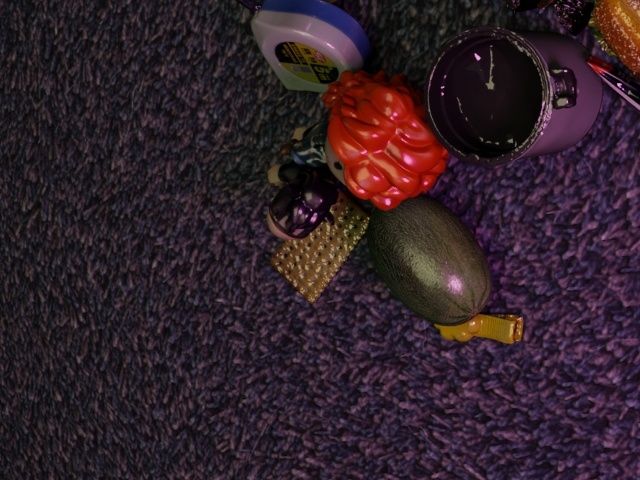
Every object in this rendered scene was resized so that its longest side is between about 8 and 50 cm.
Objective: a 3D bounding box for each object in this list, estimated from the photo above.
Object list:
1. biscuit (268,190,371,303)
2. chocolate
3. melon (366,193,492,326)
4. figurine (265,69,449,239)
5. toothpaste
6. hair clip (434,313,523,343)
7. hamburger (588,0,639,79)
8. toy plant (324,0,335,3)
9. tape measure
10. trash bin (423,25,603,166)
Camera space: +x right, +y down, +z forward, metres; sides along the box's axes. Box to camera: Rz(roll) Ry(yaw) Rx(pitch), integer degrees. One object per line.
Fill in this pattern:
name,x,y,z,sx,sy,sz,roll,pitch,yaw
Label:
biscuit,0.000,0.000,2.194,0.139,0.016,0.231,43,116,19
chocolate,0.386,-0.402,1.875,0.147,0.070,0.072,27,105,21
melon,0.188,0.024,1.988,0.182,0.182,0.287,-44,72,28
figurine,0.048,-0.150,1.971,0.412,0.306,0.241,-27,107,39
toothpaste,0.510,-0.239,1.799,0.193,0.071,0.045,40,117,4
hair clip,0.282,0.157,2.028,0.173,0.046,0.072,9,98,32
hamburger,0.514,-0.344,1.790,0.137,0.087,0.166,-35,79,30
toy plant,-0.065,-0.594,2.067,0.316,0.184,0.224,45,139,28
tape measure,-0.045,-0.393,1.993,0.215,0.351,0.098,12,69,30
trash bin,0.320,-0.238,1.821,0.277,0.262,0.217,1,98,32
